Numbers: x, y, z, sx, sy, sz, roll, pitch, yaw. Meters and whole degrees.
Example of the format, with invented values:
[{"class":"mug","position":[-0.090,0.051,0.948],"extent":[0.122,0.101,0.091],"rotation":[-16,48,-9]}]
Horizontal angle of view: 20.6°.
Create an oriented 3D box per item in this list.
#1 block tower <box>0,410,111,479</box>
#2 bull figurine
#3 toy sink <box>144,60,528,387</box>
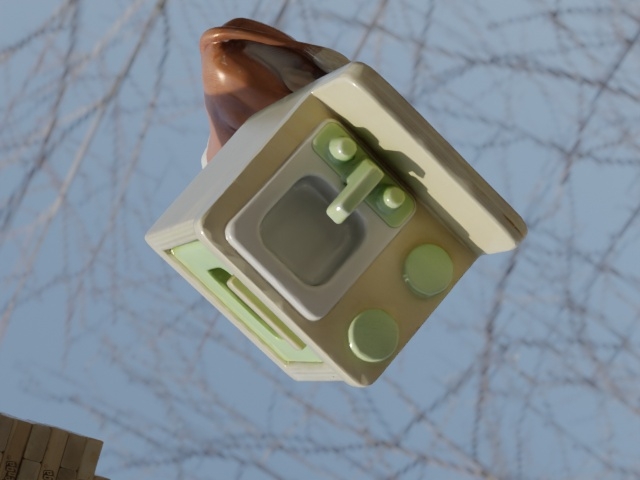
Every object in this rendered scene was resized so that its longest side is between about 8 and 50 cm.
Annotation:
[{"class":"block tower","position":[-0.333,0.162,1.396],"extent":[0.335,0.091,0.097],"rotation":[20,171,-33]},{"class":"bull figurine","position":[-0.028,-0.082,1.525],"extent":[0.188,0.310,0.101],"rotation":[19,-110,11]},{"class":"toy sink","position":[0.000,0.000,1.125],"extent":[0.153,0.234,0.131],"rotation":[44,-106,-11]}]
